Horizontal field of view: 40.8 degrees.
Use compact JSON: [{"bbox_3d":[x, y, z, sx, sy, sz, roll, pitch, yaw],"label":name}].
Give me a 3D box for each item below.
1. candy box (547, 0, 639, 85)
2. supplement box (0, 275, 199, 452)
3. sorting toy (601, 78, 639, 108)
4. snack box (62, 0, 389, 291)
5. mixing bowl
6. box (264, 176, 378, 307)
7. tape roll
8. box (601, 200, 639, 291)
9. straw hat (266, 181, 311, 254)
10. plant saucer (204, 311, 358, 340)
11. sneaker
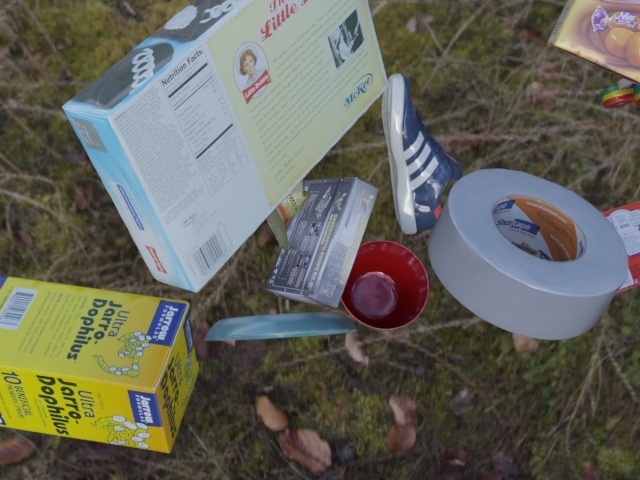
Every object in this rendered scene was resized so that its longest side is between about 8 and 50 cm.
[{"bbox_3d":[0.321,-0.262,0.866,0.109,0.053,0.186,23,105,-1],"label":"candy box"},{"bbox_3d":[-0.413,0.212,1.490,0.357,0.194,0.195,7,45,7],"label":"supplement box"},{"bbox_3d":[0.489,-0.218,1.130,0.132,0.274,0.046,-10,85,-9],"label":"sorting toy"},{"bbox_3d":[-0.060,-0.131,0.766,0.060,0.187,0.322,16,51,35],"label":"snack box"},{"bbox_3d":[0.115,0.100,1.711,0.182,0.098,0.181,3,71,-8],"label":"mixing bowl"},{"bbox_3d":[0.000,0.000,1.574,0.056,0.183,0.231,25,78,-30],"label":"box"},{"bbox_3d":[0.239,0.011,0.996,0.219,0.072,0.219,11,40,-10],"label":"tape roll"},{"bbox_3d":[0.505,0.010,1.411,0.257,0.123,0.128,-15,81,-29],"label":"box"},{"bbox_3d":[-0.046,-0.057,1.060,0.061,0.144,0.144,-26,60,-1],"label":"straw hat"},{"bbox_3d":[-0.081,0.178,1.786,0.318,0.317,0.043,-3,83,-1],"label":"plant saucer"},{"bbox_3d":[0.218,-0.187,1.813,0.148,0.350,0.131,-10,27,0],"label":"sneaker"}]
